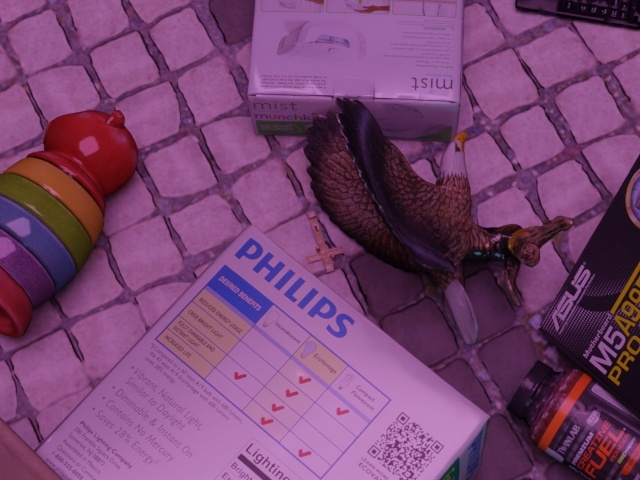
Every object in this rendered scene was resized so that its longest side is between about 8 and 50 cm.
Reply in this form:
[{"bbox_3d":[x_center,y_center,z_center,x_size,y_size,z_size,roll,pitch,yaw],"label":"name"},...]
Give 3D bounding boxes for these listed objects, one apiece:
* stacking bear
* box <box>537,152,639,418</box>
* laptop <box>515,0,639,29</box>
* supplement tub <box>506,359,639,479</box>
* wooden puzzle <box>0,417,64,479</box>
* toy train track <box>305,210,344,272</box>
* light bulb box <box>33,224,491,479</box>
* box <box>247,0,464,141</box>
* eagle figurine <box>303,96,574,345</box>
[{"bbox_3d":[-0.334,-0.040,1.971,0.164,0.175,0.289,31,66,15],"label":"stacking bear"},{"bbox_3d":[0.391,0.052,1.830,0.216,0.060,0.270,44,114,39],"label":"box"},{"bbox_3d":[0.401,-0.405,2.086,0.264,0.136,0.234,11,69,5],"label":"laptop"},{"bbox_3d":[0.313,0.218,1.871,0.198,0.106,0.106,32,74,14],"label":"supplement tub"},{"bbox_3d":[-0.379,0.355,1.700,0.348,0.080,0.322,40,108,34],"label":"wooden puzzle"},{"bbox_3d":[0.000,0.000,2.013,0.048,0.014,0.083,-17,69,-5],"label":"toy train track"},{"bbox_3d":[-0.060,0.248,1.808,0.358,0.225,0.361,39,75,16],"label":"light bulb box"},{"bbox_3d":[0.048,-0.253,2.047,0.262,0.127,0.231,2,70,2],"label":"box"},{"bbox_3d":[0.115,-0.041,1.921,0.298,0.226,0.225,19,39,-11],"label":"eagle figurine"}]
